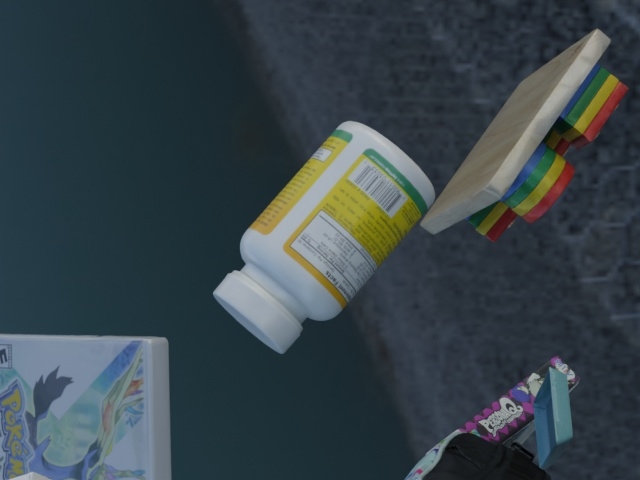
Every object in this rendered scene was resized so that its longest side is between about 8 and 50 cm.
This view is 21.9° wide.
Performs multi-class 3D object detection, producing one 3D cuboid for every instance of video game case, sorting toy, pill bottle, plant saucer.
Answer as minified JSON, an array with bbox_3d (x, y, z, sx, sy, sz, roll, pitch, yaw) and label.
[{"bbox_3d":[0.143,0.234,1.696,0.042,0.210,0.232,48,142,14],"label":"video game case"},{"bbox_3d":[0.266,-0.112,2.085,0.255,0.089,0.257,-54,6,-17],"label":"sorting toy"},{"bbox_3d":[0.000,0.000,1.539,0.208,0.117,0.118,-50,40,-9],"label":"pill bottle"},{"bbox_3d":[-0.288,0.272,1.895,0.300,0.036,0.328,-2,89,39],"label":"video game case"},{"bbox_3d":[0.206,0.161,1.469,0.192,0.018,0.067,81,-175,-75],"label":"plant saucer"}]

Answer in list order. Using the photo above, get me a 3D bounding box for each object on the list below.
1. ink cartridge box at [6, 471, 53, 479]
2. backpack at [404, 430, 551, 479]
[{"bbox_3d":[-0.213,0.305,1.274,0.171,0.233,0.168,-21,56,27],"label":"ink cartridge box"},{"bbox_3d":[0.138,0.279,1.328,0.225,0.253,0.191,36,97,9],"label":"backpack"}]
